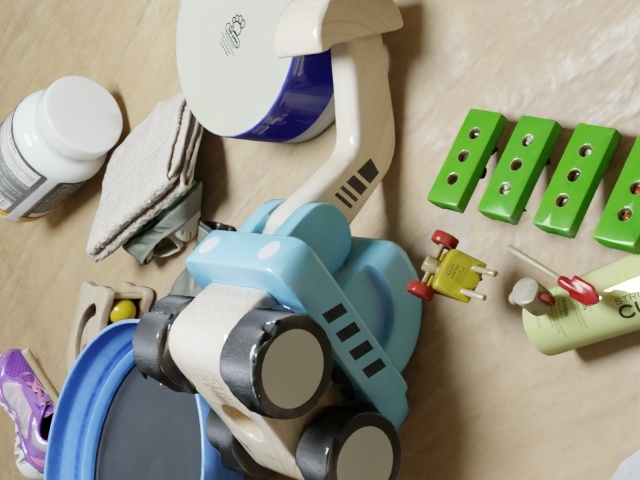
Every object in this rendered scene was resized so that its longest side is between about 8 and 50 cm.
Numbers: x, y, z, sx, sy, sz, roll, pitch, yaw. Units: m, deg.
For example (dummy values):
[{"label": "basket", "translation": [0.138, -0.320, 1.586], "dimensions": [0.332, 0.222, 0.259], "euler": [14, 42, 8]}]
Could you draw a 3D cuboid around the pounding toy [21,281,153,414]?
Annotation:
[{"label": "pounding toy", "translation": [-0.356, 0.188, 1.677], "dimensions": [0.154, 0.155, 0.269], "euler": [39, 119, 48]}]

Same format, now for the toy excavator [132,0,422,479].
[{"label": "toy excavator", "translation": [0.000, 0.000, 1.217], "dimensions": [0.222, 0.445, 0.433], "euler": [3, 135, 50]}]

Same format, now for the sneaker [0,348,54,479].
[{"label": "sneaker", "translation": [-0.489, 0.287, 1.898], "dimensions": [0.104, 0.095, 0.236], "euler": [-39, 66, 36]}]

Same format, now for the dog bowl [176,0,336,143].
[{"label": "dog bowl", "translation": [-0.068, -0.255, 1.366], "dimensions": [0.265, 0.104, 0.264], "euler": [1, 91, 50]}]

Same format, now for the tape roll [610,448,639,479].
[{"label": "tape roll", "translation": [0.337, 0.262, 0.904], "dimensions": [0.219, 0.072, 0.219], "euler": [2, 92, 50]}]

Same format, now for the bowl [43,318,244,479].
[{"label": "bowl", "translation": [-0.233, 0.298, 1.420], "dimensions": [0.391, 0.077, 0.391], "euler": [-17, 68, 47]}]

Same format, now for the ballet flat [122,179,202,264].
[{"label": "ballet flat", "translation": [-0.212, -0.022, 1.580], "dimensions": [0.068, 0.072, 0.213], "euler": [46, 138, -12]}]

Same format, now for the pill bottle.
[{"label": "pill bottle", "translation": [-0.442, -0.147, 1.777], "dimensions": [0.278, 0.162, 0.162], "euler": [-30, 68, 46]}]

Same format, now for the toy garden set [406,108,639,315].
[{"label": "toy garden set", "translation": [0.204, -0.014, 1.044], "dimensions": [0.244, 0.049, 0.203], "euler": [17, 77, 47]}]

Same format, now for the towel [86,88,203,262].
[{"label": "towel", "translation": [-0.254, -0.098, 1.581], "dimensions": [0.282, 0.049, 0.187], "euler": [-35, 38, 45]}]

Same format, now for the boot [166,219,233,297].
[{"label": "boot", "translation": [-0.123, 0.087, 1.459], "dimensions": [0.246, 0.083, 0.161], "euler": [45, 117, 39]}]

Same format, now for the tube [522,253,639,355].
[{"label": "tube", "translation": [0.288, 0.041, 0.975], "dimensions": [0.240, 0.062, 0.070], "euler": [-27, 102, 43]}]
